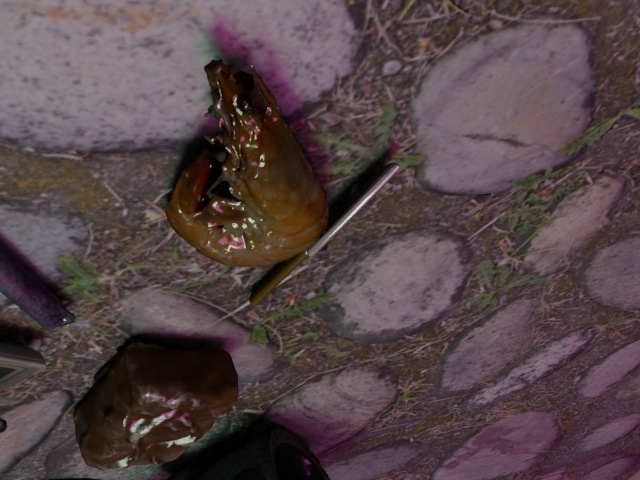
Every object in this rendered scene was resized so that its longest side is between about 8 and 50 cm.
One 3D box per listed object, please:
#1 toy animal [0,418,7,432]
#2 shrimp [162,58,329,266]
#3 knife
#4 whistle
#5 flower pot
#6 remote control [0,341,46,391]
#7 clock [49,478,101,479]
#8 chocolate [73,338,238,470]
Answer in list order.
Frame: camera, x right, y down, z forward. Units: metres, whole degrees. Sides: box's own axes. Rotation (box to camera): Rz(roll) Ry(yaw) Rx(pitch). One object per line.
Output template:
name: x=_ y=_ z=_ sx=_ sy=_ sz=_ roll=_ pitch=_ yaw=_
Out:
toy animal: x=-0.457 y=0.186 z=0.811 sx=0.217 sy=0.073 sz=0.176 roll=1 pitch=150 yaw=-2
shrimp: x=-0.080 y=-0.055 z=0.708 sx=0.152 sy=0.063 sz=0.287 roll=-11 pitch=147 yaw=8
knife: x=0.001 y=0.001 z=0.828 sx=0.022 sy=0.046 sz=0.256 roll=42 pitch=122 yaw=-6
whistle: x=-0.290 y=0.042 z=0.751 sx=0.033 sy=0.033 sz=0.176 roll=-21 pitch=144 yaw=2
flower pot: x=-0.121 y=0.463 z=1.173 sx=0.283 sy=0.299 sz=0.299 roll=-32 pitch=143 yaw=10
remote control: x=-0.424 y=0.095 z=0.746 sx=0.109 sy=0.055 sz=0.313 roll=-27 pitch=149 yaw=27
clock: x=-0.436 y=0.456 z=1.218 sx=0.280 sy=0.055 sz=0.280 roll=-14 pitch=145 yaw=-10
chocolate: x=-0.207 y=0.213 z=0.970 sx=0.148 sy=0.093 sz=0.214 roll=10 pitch=135 yaw=-34
